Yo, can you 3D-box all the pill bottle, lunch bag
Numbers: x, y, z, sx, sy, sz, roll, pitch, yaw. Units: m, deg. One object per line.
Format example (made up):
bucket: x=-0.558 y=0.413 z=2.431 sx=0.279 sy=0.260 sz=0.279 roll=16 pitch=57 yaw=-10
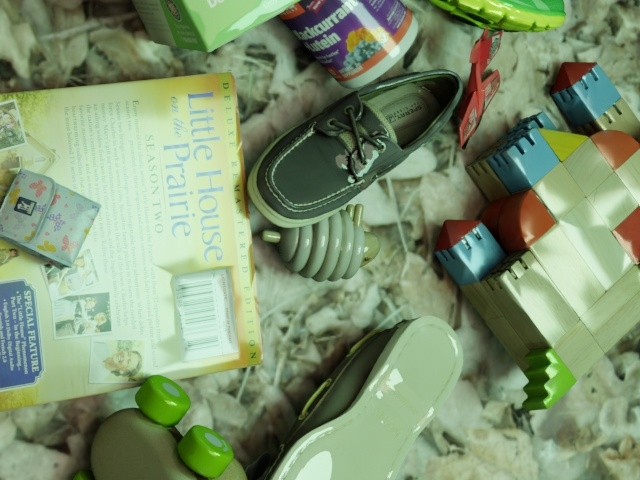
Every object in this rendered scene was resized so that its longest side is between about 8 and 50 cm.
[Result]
pill bottle: x=0.003 y=-0.259 z=1.905 sx=0.193 sy=0.108 sz=0.108 roll=46 pitch=71 yaw=-22
lunch bag: x=-0.259 y=-0.020 z=1.731 sx=0.083 sy=0.053 sz=0.071 roll=29 pitch=76 yaw=-17

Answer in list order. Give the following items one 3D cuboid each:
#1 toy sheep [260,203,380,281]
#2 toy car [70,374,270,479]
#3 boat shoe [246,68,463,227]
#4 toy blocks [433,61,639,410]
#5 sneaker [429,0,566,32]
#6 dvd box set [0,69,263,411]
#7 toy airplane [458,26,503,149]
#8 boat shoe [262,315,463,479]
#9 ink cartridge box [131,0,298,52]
toy sheep: x=0.000 y=0.000 z=1.931 sx=0.132 sy=0.091 sz=0.091 roll=8 pitch=88 yaw=-15
toy car: x=-0.129 y=0.240 z=1.850 sx=0.155 sy=0.149 sz=0.188 roll=-53 pitch=146 yaw=14
boat shoe: x=0.041 y=-0.108 z=1.909 sx=0.285 sy=0.092 sz=0.103 roll=-31 pitch=81 yaw=-38
toy blocks: x=0.278 y=-0.030 z=2.052 sx=0.381 sy=0.191 sz=0.261 roll=-41 pitch=99 yaw=-22
sneaker: x=0.156 y=-0.307 z=1.988 sx=0.296 sy=0.109 sz=0.123 roll=23 pitch=85 yaw=-28
dvd box set: x=-0.265 y=0.003 z=1.794 sx=0.420 sy=0.062 sz=0.307 roll=-9 pitch=97 yaw=-28
toy airplane: x=0.169 y=-0.166 z=2.004 sx=0.028 sy=0.151 sz=0.151 roll=20 pitch=80 yaw=12
boat shoe: x=0.023 y=0.207 z=1.919 sx=0.116 sy=0.097 sz=0.324 roll=49 pitch=61 yaw=-19
ink cartridge box: x=-0.165 y=-0.363 z=1.743 sx=0.119 sy=0.207 sz=0.353 roll=-31 pitch=107 yaw=-13
